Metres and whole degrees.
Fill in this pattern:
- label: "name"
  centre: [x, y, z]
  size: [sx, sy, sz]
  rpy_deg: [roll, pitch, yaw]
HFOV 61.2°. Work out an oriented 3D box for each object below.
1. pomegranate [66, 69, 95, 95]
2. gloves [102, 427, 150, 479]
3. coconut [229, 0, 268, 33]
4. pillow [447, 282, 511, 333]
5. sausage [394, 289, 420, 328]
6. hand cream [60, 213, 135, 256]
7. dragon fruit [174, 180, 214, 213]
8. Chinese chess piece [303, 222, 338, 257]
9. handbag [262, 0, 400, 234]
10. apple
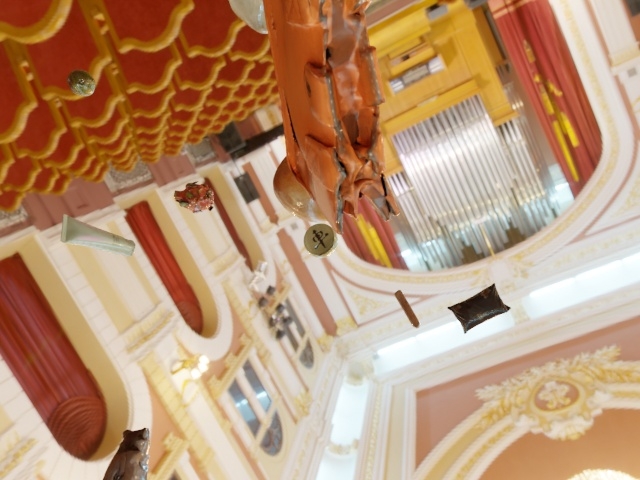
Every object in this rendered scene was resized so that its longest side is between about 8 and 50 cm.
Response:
- label: "pomegranate"
  centre: [-0.657, -0.431, 1.474]
  size: [0.084, 0.073, 0.073]
  rpy_deg: [20, -143, 31]
- label: "gloves"
  centre: [-0.520, 0.627, 1.423]
  size: [0.119, 0.142, 0.285]
  rpy_deg: [-12, -134, 25]
- label: "coconut"
  centre: [-0.177, -0.795, 1.749]
  size: [0.237, 0.266, 0.237]
  rpy_deg: [5, 161, 2]
- label: "pillow"
  centre: [0.441, 0.191, 1.501]
  size: [0.150, 0.090, 0.048]
  rpy_deg: [-31, 168, 19]
- label: "sausage"
  centre: [0.238, 0.189, 1.476]
  size: [0.026, 0.116, 0.026]
  rpy_deg: [-23, 154, -12]
- label: "hand cream"
  centre: [-0.583, -0.004, 1.416]
  size: [0.050, 0.078, 0.205]
  rpy_deg: [-18, 154, 30]
- label: "dragon fruit"
  centre: [-0.345, -0.116, 1.470]
  size: [0.116, 0.086, 0.081]
  rpy_deg: [-4, 154, 4]
- label: "Chinese chess piece"
  centre: [0.000, 0.000, 1.292]
  size: [0.084, 0.084, 0.034]
  rpy_deg: [-24, 161, 11]
- label: "handbag"
  centre: [0.001, -0.247, 0.781]
  size: [0.116, 0.410, 0.303]
  rpy_deg: [-14, -152, -8]
- label: "apple"
  centre: [-0.013, -0.166, 1.614]
  size: [0.253, 0.253, 0.253]
  rpy_deg: [-26, -170, 5]
